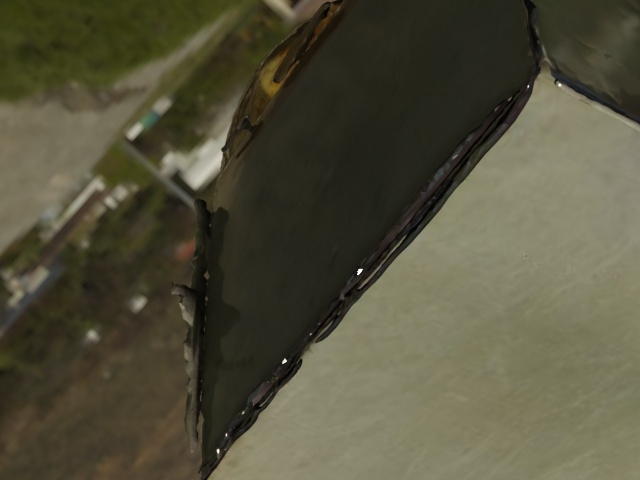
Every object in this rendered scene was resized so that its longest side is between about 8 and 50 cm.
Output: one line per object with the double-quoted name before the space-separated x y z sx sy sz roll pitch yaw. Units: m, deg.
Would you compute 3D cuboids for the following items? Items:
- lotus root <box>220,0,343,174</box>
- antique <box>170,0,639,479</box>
"lotus root" 0.000 0.000 0.867 0.097 0.110 0.258 -119 -146 -60
"antique" 0.061 -0.003 0.447 0.146 0.152 0.148 -50 -155 33
